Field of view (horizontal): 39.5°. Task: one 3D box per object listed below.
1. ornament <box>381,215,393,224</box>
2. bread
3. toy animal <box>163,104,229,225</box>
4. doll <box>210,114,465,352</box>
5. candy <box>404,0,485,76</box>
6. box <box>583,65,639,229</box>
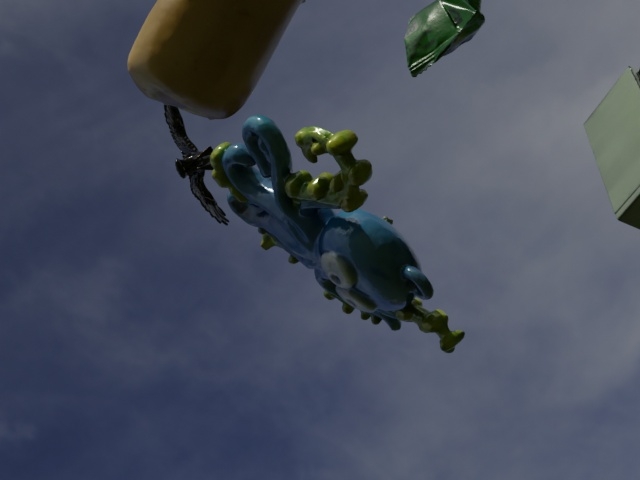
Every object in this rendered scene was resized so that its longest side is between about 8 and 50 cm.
[{"bbox_3d":[0.060,0.002,1.296,0.041,0.092,0.068,-22,-74,-69],"label":"ornament"},{"bbox_3d":[-0.094,-0.197,0.847,0.134,0.085,0.173,26,-87,-54],"label":"bread"},{"bbox_3d":[-0.188,-0.119,1.350,0.062,0.108,0.220,-24,-78,-4],"label":"toy animal"},{"bbox_3d":[0.000,0.000,1.094,0.099,0.341,0.346,-49,-44,-25],"label":"doll"},{"bbox_3d":[0.196,-0.345,1.399,0.141,0.203,0.078,-19,-65,17],"label":"candy"},{"bbox_3d":[0.488,-0.096,1.157,0.225,0.225,0.117,21,-53,-13],"label":"box"}]
